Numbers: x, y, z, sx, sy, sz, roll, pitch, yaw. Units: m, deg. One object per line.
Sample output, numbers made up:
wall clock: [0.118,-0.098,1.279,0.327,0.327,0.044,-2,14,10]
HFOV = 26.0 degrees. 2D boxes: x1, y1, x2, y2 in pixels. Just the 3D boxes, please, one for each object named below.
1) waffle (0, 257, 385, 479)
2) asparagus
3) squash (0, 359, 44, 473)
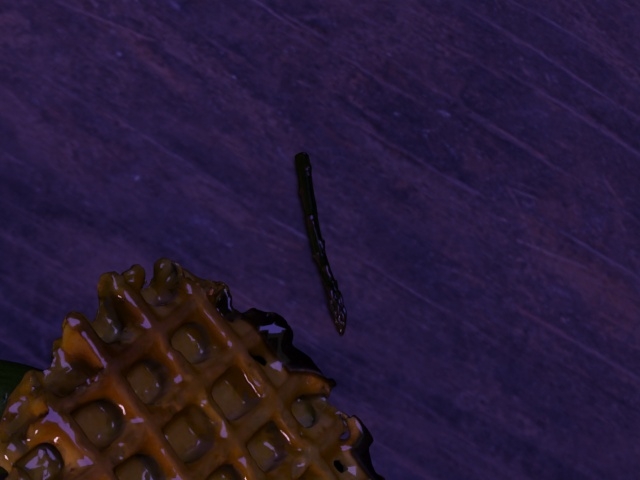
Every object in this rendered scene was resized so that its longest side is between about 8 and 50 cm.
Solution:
waffle: [-0.071,0.174,0.932,0.312,0.060,0.307,28,59,-25]
asparagus: [0.000,0.000,1.118,0.016,0.016,0.163,8,57,-39]
squash: [-0.295,0.111,0.902,0.292,0.082,0.082,6,60,-18]
